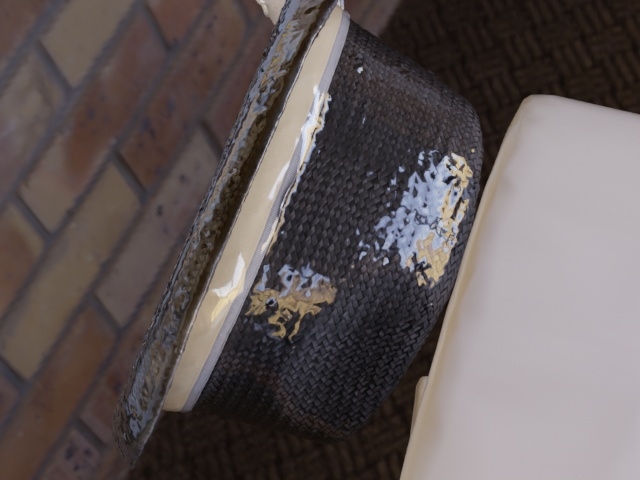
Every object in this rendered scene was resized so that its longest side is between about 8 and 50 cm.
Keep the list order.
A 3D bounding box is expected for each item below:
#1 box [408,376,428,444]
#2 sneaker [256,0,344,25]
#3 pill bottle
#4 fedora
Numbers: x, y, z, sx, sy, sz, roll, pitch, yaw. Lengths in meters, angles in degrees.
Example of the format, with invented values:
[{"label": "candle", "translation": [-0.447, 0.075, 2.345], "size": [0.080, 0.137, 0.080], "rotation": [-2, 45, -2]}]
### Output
[{"label": "box", "translation": [0.109, 0.187, 0.780], "size": [0.119, 0.182, 0.181], "rotation": [3, 68, 14]}, {"label": "sneaker", "translation": [-0.057, -0.295, 1.446], "size": [0.129, 0.297, 0.111], "rotation": [-17, 9, -9]}, {"label": "pill bottle", "translation": [0.218, 0.097, 0.356], "size": [0.392, 0.224, 0.224], "rotation": [14, 62, 10]}, {"label": "fedora", "translation": [0.000, 0.000, 0.873], "size": [0.152, 0.334, 0.334], "rotation": [22, 63, -5]}]
